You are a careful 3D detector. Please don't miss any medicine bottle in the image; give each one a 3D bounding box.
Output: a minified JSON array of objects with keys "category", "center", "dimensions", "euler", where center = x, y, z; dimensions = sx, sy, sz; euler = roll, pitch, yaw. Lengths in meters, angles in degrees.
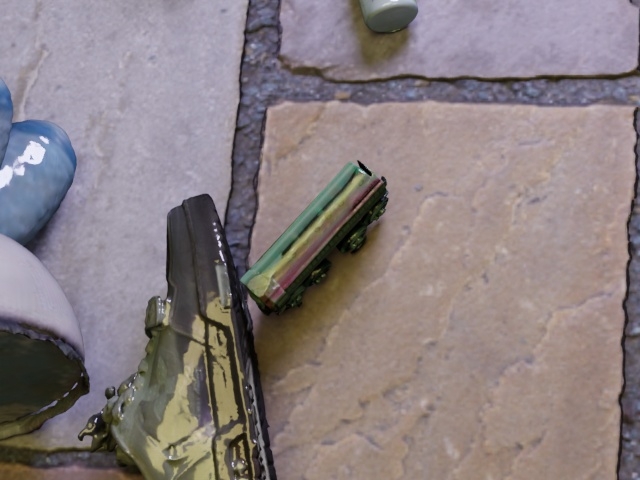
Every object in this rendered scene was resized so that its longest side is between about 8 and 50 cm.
[{"category":"medicine bottle","center":[0.051,-0.221,1.453],"dimensions":[0.047,0.047,0.083],"euler":[-16,70,8]}]

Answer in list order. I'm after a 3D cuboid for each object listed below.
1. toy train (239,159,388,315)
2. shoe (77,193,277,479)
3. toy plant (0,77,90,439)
[{"category":"toy train","center":[0.000,0.000,1.381],"dimensions":[0.038,0.071,0.148],"euler":[41,86,20]},{"category":"shoe","center":[-0.123,0.113,1.352],"dimensions":[0.149,0.109,0.293],"euler":[-13,73,5]},{"category":"toy plant","center":[-0.317,-0.023,1.401],"dimensions":[0.247,0.247,0.332],"euler":[-14,63,9]}]
